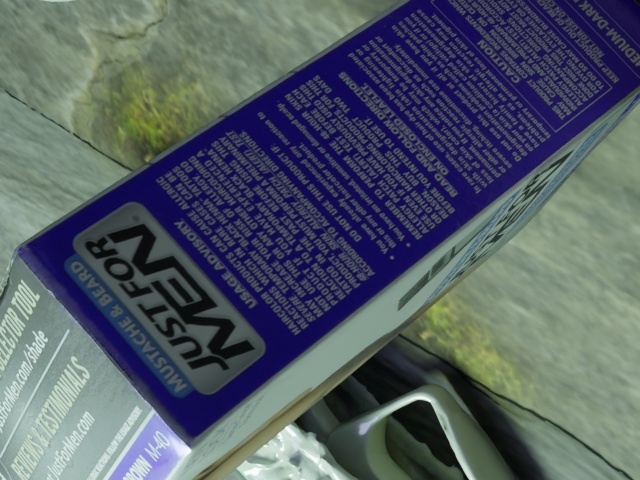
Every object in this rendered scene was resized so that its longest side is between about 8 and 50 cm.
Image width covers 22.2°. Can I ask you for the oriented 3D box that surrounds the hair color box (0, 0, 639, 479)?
[{"bbox_3d":[0.000,0.000,0.746,0.110,0.339,0.185,49,145,9],"label":"hair color box"}]

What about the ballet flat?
[{"bbox_3d":[0.016,0.115,1.040,0.409,0.147,0.147,45,144,9],"label":"ballet flat"}]
